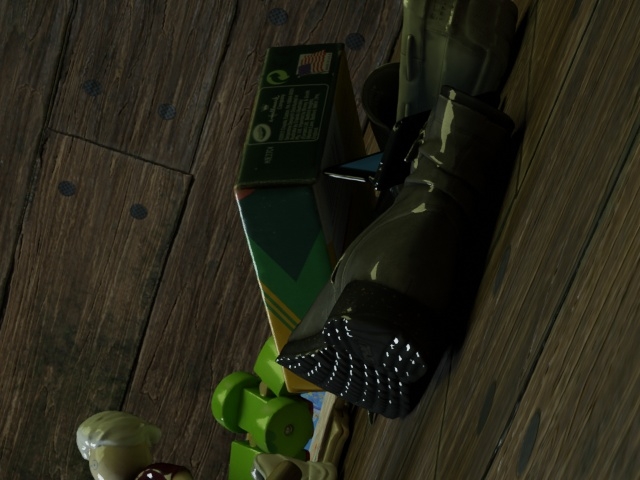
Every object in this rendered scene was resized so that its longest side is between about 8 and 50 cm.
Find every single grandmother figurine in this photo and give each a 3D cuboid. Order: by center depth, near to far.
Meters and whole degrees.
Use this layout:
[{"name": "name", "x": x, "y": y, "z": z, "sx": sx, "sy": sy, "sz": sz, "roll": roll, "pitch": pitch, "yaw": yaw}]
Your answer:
[{"name": "grandmother figurine", "x": -0.164, "y": 0.320, "z": 2.155, "sx": 0.342, "sy": 0.104, "sz": 0.208, "roll": 55, "pitch": 135, "yaw": 28}]

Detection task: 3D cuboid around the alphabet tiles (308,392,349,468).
[{"name": "alphabet tiles", "x": 0.005, "y": 0.237, "z": 2.247, "sx": 0.284, "sy": 0.021, "sz": 0.278, "roll": -85, "pitch": 10, "yaw": -80}]

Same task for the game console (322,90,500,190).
[{"name": "game console", "x": 0.077, "y": -0.090, "z": 1.701, "sx": 0.122, "sy": 0.071, "sz": 0.107, "roll": -20, "pitch": -37, "yaw": -37}]

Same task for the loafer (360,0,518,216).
[{"name": "loafer", "x": 0.090, "y": -0.122, "z": 1.832, "sx": 0.319, "sy": 0.111, "sz": 0.112, "roll": 109, "pitch": 177, "yaw": -53}]

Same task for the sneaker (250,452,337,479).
[{"name": "sneaker", "x": -0.064, "y": 0.324, "z": 2.043, "sx": 0.090, "sy": 0.115, "sz": 0.232, "roll": 113, "pitch": 174, "yaw": -65}]

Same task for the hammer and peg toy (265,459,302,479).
[{"name": "hammer and peg toy", "x": -0.090, "y": 0.332, "z": 1.632, "sx": 0.266, "sy": 0.127, "sz": 0.361, "roll": -43, "pitch": -6, "yaw": -17}]

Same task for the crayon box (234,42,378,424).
[{"name": "crayon box", "x": 0.000, "y": 0.000, "z": 1.888, "sx": 0.202, "sy": 0.081, "sz": 0.319, "roll": -80, "pitch": -18, "yaw": -47}]

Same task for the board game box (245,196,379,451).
[{"name": "board game box", "x": -0.012, "y": 0.138, "z": 2.601, "sx": 0.308, "sy": 0.086, "sz": 0.302, "roll": 110, "pitch": 177, "yaw": -48}]

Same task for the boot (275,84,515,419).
[{"name": "boot", "x": 0.073, "y": 0.014, "z": 1.622, "sx": 0.223, "sy": 0.118, "sz": 0.338, "roll": -66, "pitch": 7, "yaw": -16}]

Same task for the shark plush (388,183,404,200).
[{"name": "shark plush", "x": 0.081, "y": -0.021, "z": 1.784, "sx": 0.067, "sy": 0.073, "sz": 0.161, "roll": -64, "pitch": 0, "yaw": 8}]

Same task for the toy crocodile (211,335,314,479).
[{"name": "toy crocodile", "x": -0.059, "y": 0.257, "z": 2.184, "sx": 0.115, "sy": 0.105, "sz": 0.341, "roll": 23, "pitch": 106, "yaw": 52}]
